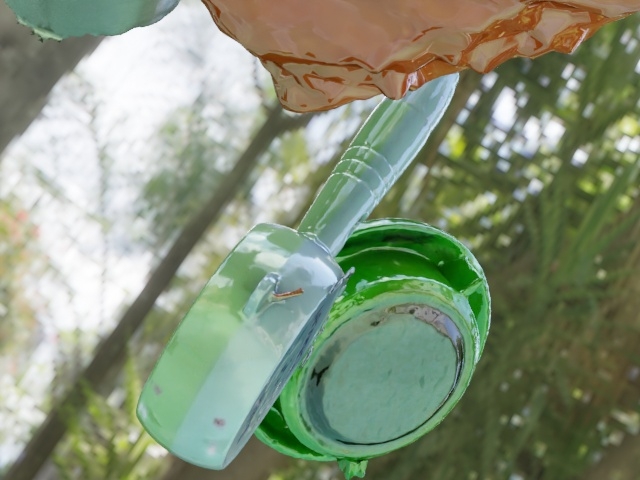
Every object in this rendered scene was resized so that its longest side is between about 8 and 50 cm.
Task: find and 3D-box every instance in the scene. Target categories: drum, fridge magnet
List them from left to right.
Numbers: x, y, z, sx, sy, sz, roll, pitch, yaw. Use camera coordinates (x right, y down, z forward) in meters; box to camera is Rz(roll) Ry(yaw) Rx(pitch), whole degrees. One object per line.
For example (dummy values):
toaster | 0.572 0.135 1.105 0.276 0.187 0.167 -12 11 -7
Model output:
drum | -0.007 0.014 0.910 0.049 0.253 0.130 32 -48 6
fridge magnet | 0.033 0.079 1.368 0.208 0.208 0.088 60 -4 -39

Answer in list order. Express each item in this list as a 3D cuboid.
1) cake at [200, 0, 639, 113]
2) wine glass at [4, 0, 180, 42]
cake | 0.046 -0.240 0.564 0.270 0.320 0.269 -19 -49 25
wine glass | -0.104 -0.220 0.923 0.126 0.126 0.241 26 -43 12
